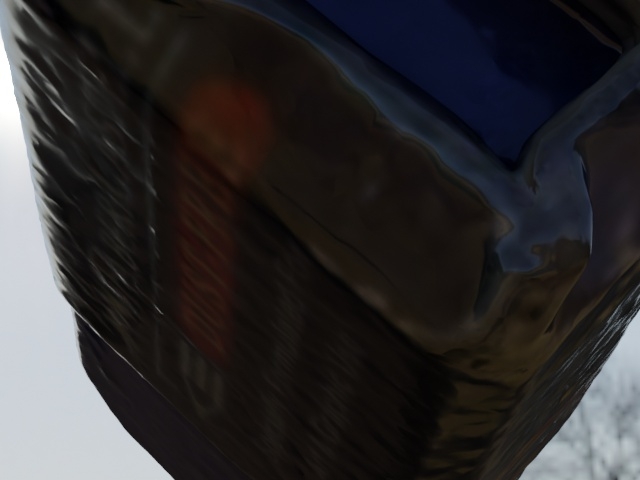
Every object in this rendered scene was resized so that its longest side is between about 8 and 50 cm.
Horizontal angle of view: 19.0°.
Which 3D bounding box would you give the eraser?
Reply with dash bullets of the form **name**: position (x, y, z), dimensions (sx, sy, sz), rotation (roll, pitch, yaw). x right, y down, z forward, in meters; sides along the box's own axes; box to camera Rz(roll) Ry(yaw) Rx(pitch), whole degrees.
- **eraser**: position (0.000, 0.000, 0.504), dimensions (0.155, 0.101, 0.332), rotation (41, -20, 12)
